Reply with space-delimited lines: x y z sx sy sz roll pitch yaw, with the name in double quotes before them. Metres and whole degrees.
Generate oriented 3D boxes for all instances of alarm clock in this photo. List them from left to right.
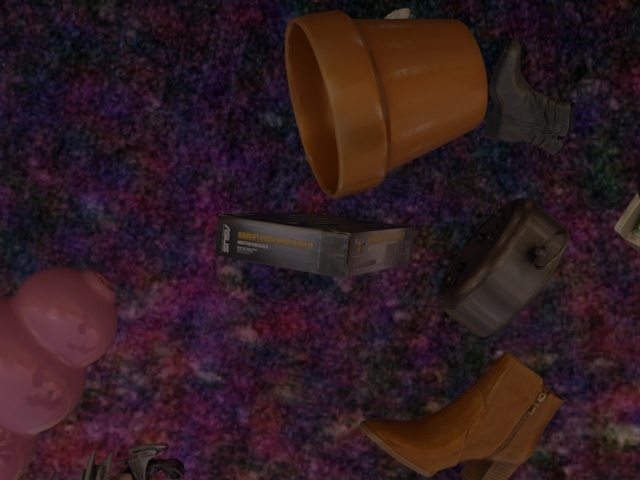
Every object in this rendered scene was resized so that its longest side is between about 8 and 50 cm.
"alarm clock" 0.167 0.018 0.717 0.064 0.129 0.192 39 164 -6

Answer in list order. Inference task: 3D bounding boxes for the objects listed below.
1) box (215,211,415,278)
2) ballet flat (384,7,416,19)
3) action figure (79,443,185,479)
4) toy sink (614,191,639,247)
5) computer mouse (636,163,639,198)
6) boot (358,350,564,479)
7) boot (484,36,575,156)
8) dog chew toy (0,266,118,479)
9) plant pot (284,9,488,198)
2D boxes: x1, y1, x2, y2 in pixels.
"box" 0.000 0.000 1.055 0.183 0.056 0.231 8 -174 26
"ballet flat" 0.103 -0.345 1.790 0.147 0.147 0.408 10 137 0
"action figure" -0.182 0.328 0.902 0.099 0.185 0.285 -5 157 28
"toy sink" 0.752 -0.029 1.712 0.131 0.152 0.234 37 -172 36
"computer mouse" 0.454 -0.123 0.925 0.072 0.188 0.272 49 153 8
"boot" 0.216 0.251 1.191 0.295 0.211 0.104 29 -175 -28
"boot" 0.399 -0.267 1.490 0.161 0.083 0.246 14 146 17
"dog chew toy" -0.382 0.163 0.967 0.206 0.332 0.206 46 177 3
"plant pot" 0.078 -0.168 0.911 0.188 0.205 0.205 -15 149 -10
